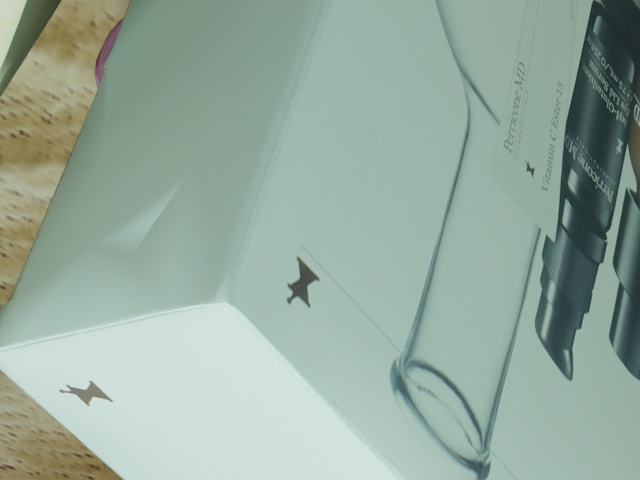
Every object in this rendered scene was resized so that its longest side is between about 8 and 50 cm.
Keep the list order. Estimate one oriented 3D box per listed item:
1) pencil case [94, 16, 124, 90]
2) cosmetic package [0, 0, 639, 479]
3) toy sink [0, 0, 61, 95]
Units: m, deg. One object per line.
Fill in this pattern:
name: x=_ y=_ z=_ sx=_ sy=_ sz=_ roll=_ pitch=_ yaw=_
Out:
pencil case: x=0.000 y=0.000 z=0.844 sx=0.124 sy=0.124 sz=0.284 roll=2 pitch=141 yaw=23
cosmetic package: x=0.078 y=0.028 z=0.695 sx=0.097 sy=0.284 sz=0.377 roll=-11 pitch=136 yaw=36
toy sink: x=-0.135 y=-0.159 z=0.650 sx=0.152 sy=0.234 sz=0.131 roll=23 pitch=116 yaw=-5
